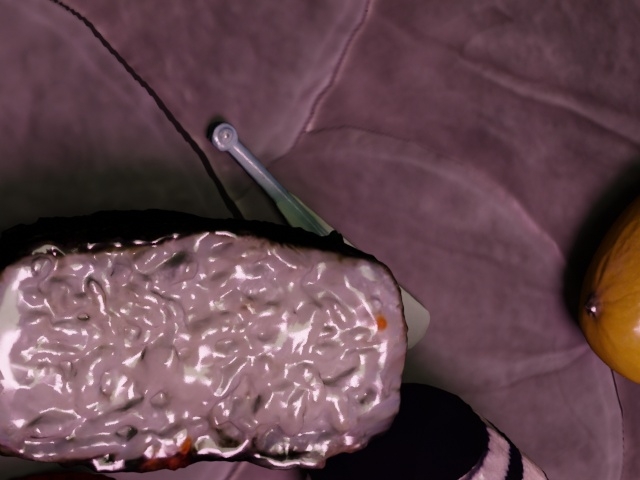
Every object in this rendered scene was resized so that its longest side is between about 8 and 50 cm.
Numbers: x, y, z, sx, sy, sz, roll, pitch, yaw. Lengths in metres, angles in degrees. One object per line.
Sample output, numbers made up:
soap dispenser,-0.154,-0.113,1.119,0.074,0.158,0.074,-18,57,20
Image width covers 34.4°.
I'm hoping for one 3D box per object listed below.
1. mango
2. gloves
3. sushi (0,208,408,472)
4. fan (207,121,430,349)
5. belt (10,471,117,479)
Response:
mango,0.272,0.005,0.708,0.237,0.091,0.137,-44,117,-19
gloves,0.074,0.184,0.636,0.140,0.131,0.218,-41,141,-16
sushi,-0.073,0.046,0.537,0.225,0.127,0.124,0,97,-16
fan,0.000,0.000,0.624,0.038,0.016,0.193,-48,113,-9
belt,-0.175,0.206,0.502,0.201,0.128,0.124,-18,105,-41
